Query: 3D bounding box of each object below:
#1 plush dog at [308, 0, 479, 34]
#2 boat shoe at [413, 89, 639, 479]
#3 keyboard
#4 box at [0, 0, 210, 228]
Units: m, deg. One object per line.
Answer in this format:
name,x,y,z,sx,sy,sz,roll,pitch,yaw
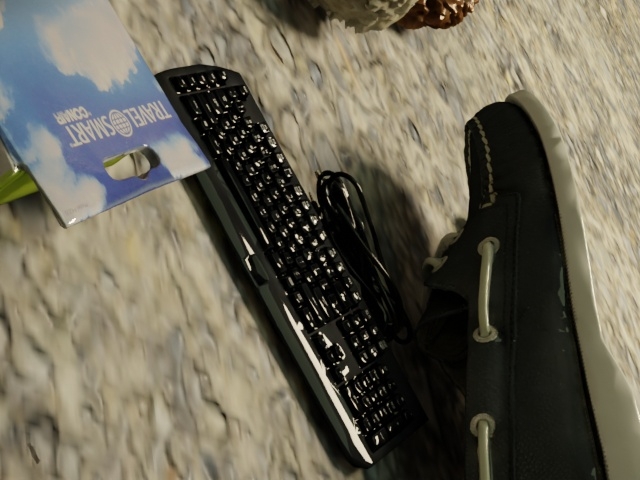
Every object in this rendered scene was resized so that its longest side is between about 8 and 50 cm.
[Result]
plush dog,0.100,-0.246,0.772,0.225,0.210,0.263,-120,-141,-81
boat shoe,0.091,0.041,0.611,0.303,0.091,0.114,-95,175,-46
keyboard,0.000,0.000,0.561,0.192,0.038,0.100,62,26,2
box,-0.119,-0.083,0.426,0.178,0.042,0.109,59,25,-1
